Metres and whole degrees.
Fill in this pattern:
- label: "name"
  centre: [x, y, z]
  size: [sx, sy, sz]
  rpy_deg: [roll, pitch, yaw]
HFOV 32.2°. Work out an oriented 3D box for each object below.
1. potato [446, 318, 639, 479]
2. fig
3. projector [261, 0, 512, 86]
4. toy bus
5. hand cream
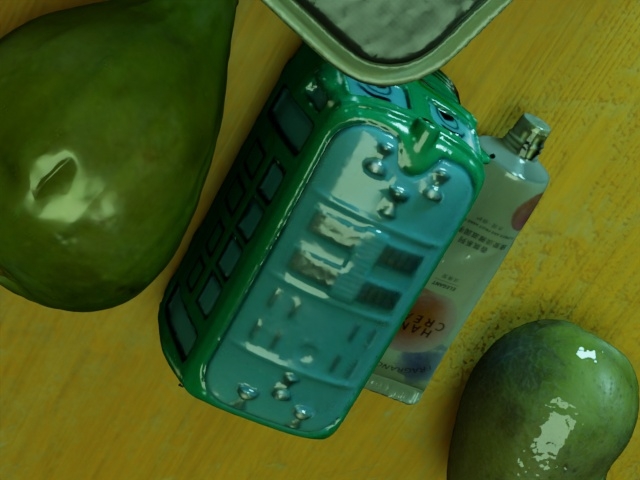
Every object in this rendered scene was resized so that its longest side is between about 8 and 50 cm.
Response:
- label: "potato"
  centre: [0.218, 0.202, 1.144]
  size: [0.174, 0.159, 0.251]
  rpy_deg: [28, 98, 5]
- label: "fig"
  centre: [-0.195, -0.101, 0.902]
  size: [0.233, 0.233, 0.314]
  rpy_deg: [13, 86, -17]
- label: "projector"
  centre: [0.030, -0.291, 0.798]
  size: [0.248, 0.249, 0.248]
  rpy_deg: [-44, 115, 13]
- label: "toy bus"
  centre: [0.000, 0.000, 0.973]
  size: [0.183, 0.199, 0.344]
  rpy_deg: [22, 109, -19]
- label: "hand cream"
  centre: [0.123, 0.024, 1.084]
  size: [0.124, 0.078, 0.341]
  rpy_deg: [19, 116, -20]
